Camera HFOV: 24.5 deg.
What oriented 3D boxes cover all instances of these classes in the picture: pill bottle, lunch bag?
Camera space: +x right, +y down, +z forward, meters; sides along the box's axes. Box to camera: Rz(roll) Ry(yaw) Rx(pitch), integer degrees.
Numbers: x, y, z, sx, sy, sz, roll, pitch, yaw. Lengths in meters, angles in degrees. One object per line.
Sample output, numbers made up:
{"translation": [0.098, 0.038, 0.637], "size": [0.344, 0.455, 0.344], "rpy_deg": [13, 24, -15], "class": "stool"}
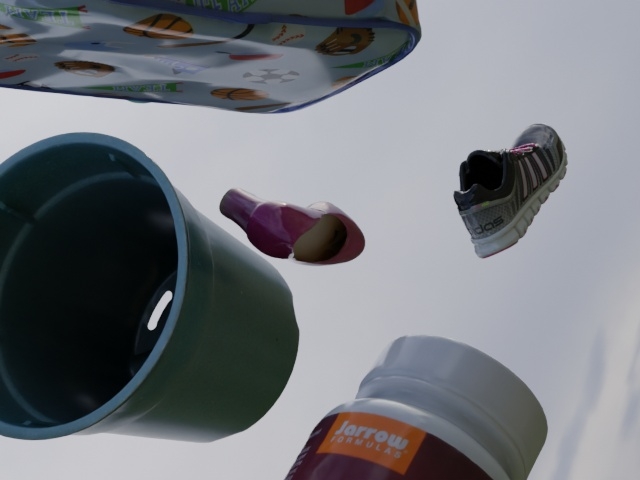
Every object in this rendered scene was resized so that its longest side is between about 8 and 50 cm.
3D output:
{"translation": [0.053, 0.292, 1.386], "size": [0.392, 0.224, 0.224], "rpy_deg": [-56, -27, -32], "class": "pill bottle"}
{"translation": [-0.107, -0.155, 0.918], "size": [0.303, 0.243, 0.115], "rpy_deg": [5, -101, -32], "class": "lunch bag"}

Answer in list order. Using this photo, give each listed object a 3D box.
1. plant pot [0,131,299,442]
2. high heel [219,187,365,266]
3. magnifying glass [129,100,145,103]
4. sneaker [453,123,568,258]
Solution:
{"translation": [-0.209, 0.086, 1.716], "size": [0.334, 0.341, 0.341], "rpy_deg": [28, -100, -57], "class": "plant pot"}
{"translation": [0.000, 0.000, 1.661], "size": [0.244, 0.117, 0.082], "rpy_deg": [27, -86, -52], "class": "high heel"}
{"translation": [-0.115, -0.201, 1.262], "size": [0.231, 0.092, 0.026], "rpy_deg": [-39, -5, 35], "class": "magnifying glass"}
{"translation": [0.167, -0.063, 1.323], "size": [0.075, 0.063, 0.170], "rpy_deg": [55, -133, -23], "class": "sneaker"}
